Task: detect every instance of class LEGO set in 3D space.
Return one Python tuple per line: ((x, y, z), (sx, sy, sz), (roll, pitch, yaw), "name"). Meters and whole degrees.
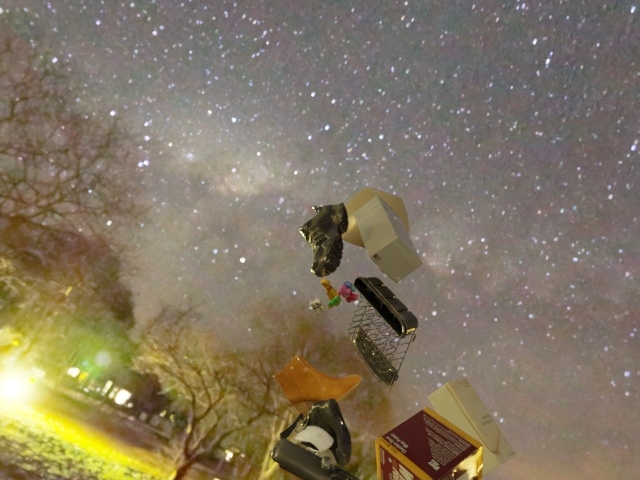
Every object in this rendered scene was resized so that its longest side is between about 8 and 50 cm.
((0.044, 0.192, 1.861), (0.227, 0.087, 0.093), (-27, -69, 41), "LEGO set")

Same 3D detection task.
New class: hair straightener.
((0.018, 0.374, 0.765), (0.230, 0.047, 0.089), (20, -31, 30), "hair straightener")

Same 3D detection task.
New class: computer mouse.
((-0.037, 0.567, 1.455), (0.193, 0.106, 0.042), (-4, -72, 49), "computer mouse")

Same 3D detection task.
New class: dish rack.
((0.148, 0.247, 1.299), (0.208, 0.074, 0.272), (49, -43, 42), "dish rack")

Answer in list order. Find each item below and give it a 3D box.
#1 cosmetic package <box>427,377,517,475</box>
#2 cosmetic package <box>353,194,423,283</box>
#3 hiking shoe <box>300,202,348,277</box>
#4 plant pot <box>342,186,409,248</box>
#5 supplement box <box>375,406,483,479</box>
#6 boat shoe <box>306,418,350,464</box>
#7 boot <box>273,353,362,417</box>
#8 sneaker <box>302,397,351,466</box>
((0.538, 0.661, 1.763), (0.160, 0.309, 0.113), (8, -47, -49), "cosmetic package")
((0.182, -0.008, 1.363), (0.127, 0.107, 0.238), (42, 15, -30), "cosmetic package")
((0.000, 0.000, 1.277), (0.114, 0.227, 0.086), (0, -40, 23), "hiking shoe")
((0.192, -0.078, 1.721), (0.284, 0.191, 0.284), (17, 8, -2), "plant pot")
((0.277, 0.568, 1.268), (0.191, 0.194, 0.129), (23, -54, 51), "supplement box")
((0.016, 0.748, 1.788), (0.079, 0.254, 0.095), (-15, -63, 42), "boat shoe")
((-0.016, 0.502, 1.808), (0.211, 0.295, 0.104), (57, 15, 1), "boot")
((0.022, 0.645, 1.651), (0.130, 0.087, 0.228), (-19, -86, 30), "sneaker")
